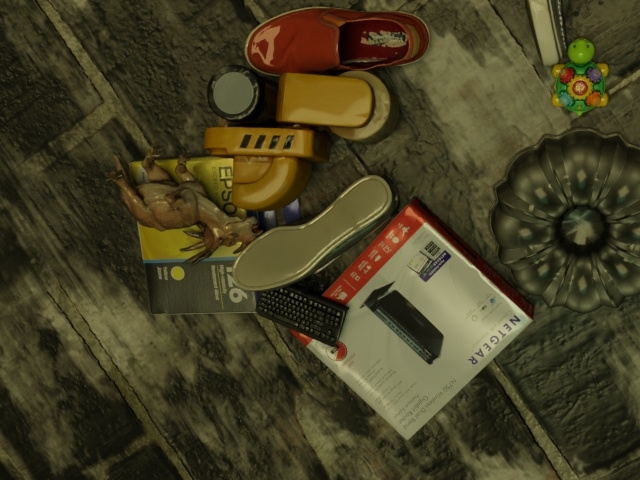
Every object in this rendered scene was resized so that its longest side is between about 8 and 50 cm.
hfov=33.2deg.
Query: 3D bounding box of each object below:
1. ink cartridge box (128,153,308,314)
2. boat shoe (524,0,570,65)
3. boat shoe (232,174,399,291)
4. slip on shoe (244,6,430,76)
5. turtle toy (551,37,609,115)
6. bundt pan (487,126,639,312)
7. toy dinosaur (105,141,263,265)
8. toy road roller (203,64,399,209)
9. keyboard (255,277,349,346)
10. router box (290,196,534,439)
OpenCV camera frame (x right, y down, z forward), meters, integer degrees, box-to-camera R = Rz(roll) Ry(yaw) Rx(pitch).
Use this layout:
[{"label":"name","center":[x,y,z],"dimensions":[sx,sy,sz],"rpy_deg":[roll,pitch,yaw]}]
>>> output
[{"label":"ink cartridge box","center":[-0.190,-0.012,2.016],"dimensions":[0.307,0.072,0.304],"rpy_deg":[-3,102,16]},{"label":"boat shoe","center":[0.400,-0.462,1.732],"dimensions":[0.158,0.127,0.341],"rpy_deg":[-10,101,9]},{"label":"boat shoe","center":[0.000,0.000,1.936],"dimensions":[0.335,0.095,0.112],"rpy_deg":[-31,70,12]},{"label":"slip on shoe","center":[0.022,-0.344,1.866],"dimensions":[0.331,0.101,0.123],"rpy_deg":[1,105,15]},{"label":"turtle toy","center":[0.435,-0.273,1.799],"dimensions":[0.095,0.066,0.130],"rpy_deg":[1,103,13]},{"label":"bundt pan","center":[0.444,-0.023,1.829],"dimensions":[0.330,0.124,0.331],"rpy_deg":[3,104,14]},{"label":"toy dinosaur","center":[-0.269,-0.055,1.937],"dimensions":[0.295,0.127,0.200],"rpy_deg":[18,144,25]},{"label":"toy road roller","center":[-0.038,-0.167,1.847],"dimensions":[0.329,0.202,0.241],"rpy_deg":[3,92,12]},{"label":"keyboard","center":[-0.033,0.114,1.950],"dimensions":[0.180,0.023,0.108],"rpy_deg":[21,98,26]},{"label":"router box","center":[0.166,0.142,1.956],"dimensions":[0.301,0.082,0.335],"rpy_deg":[42,109,1]}]
